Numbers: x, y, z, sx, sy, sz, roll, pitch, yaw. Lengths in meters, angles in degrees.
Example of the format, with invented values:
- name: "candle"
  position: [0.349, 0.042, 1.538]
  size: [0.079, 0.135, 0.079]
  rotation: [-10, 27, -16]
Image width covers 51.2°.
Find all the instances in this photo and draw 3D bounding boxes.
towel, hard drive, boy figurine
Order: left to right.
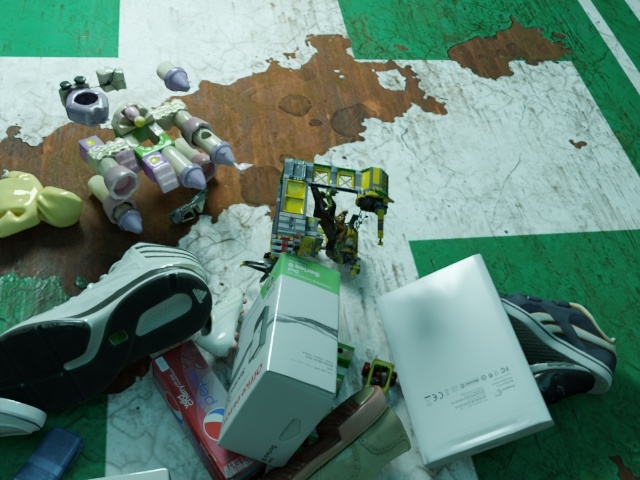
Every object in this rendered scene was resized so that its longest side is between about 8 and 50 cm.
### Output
- name: "boy figurine"
  position: [-0.645, -0.079, 1.395]
  size: [0.285, 0.092, 0.177]
  rotation: [-3, 53, -13]
- name: "towel"
  position: [-0.456, 0.374, 1.117]
  size: [0.067, 0.029, 0.119]
  rotation: [23, 53, 8]
- name: "hard drive"
  position: [0.254, 0.217, 1.249]
  size: [0.233, 0.047, 0.353]
  rotation: [-25, 51, 14]

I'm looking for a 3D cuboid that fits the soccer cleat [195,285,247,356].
- name: "soccer cleat"
  position: [-0.190, 0.144, 1.282]
  size: [0.076, 0.068, 0.196]
  rotation: [26, 28, -14]

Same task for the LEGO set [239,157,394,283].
- name: "LEGO set"
  position: [0.000, 0.000, 1.310]
  size: [0.255, 0.331, 0.192]
  rotation: [14, 58, -16]

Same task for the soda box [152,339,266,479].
- name: "soda box"
  position: [-0.198, 0.309, 1.169]
  size: [0.083, 0.092, 0.263]
  rotation: [-25, 60, -29]

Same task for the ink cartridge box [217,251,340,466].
- name: "ink cartridge box"
  position: [-0.064, 0.195, 1.129]
  size: [0.121, 0.211, 0.289]
  rotation: [23, 34, -13]

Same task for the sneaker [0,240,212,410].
- name: "sneaker"
  position: [-0.413, 0.148, 1.250]
  size: [0.447, 0.169, 0.257]
  rotation: [-23, 21, -3]

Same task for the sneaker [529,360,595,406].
- name: "sneaker"
  position: [0.384, 0.309, 1.272]
  size: [0.283, 0.107, 0.124]
  rotation: [-3, 57, 0]

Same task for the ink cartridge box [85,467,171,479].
- name: "ink cartridge box"
  position: [-0.302, 0.476, 1.025]
  size: [0.154, 0.093, 0.212]
  rotation: [-4, 52, -12]

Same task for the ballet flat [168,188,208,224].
- name: "ballet flat"
  position: [-0.286, -0.072, 1.488]
  size: [0.041, 0.041, 0.114]
  rotation: [37, 56, 18]

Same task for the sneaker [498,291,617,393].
- name: "sneaker"
  position: [0.452, 0.178, 1.362]
  size: [0.321, 0.126, 0.127]
  rotation: [32, 58, 2]

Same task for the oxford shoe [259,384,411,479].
- name: "oxford shoe"
  position: [-0.006, 0.417, 1.095]
  size: [0.397, 0.140, 0.146]
  rotation: [-38, 94, -18]

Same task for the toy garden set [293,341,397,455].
- name: "toy garden set"
  position: [0.025, 0.294, 1.246]
  size: [0.203, 0.049, 0.244]
  rotation: [19, 52, 5]

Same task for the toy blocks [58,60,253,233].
- name: "toy blocks"
  position: [-0.331, -0.182, 1.386]
  size: [0.288, 0.309, 0.260]
  rotation: [-31, 57, -28]

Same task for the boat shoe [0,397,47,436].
- name: "boat shoe"
  position: [-0.596, 0.311, 1.103]
  size: [0.267, 0.096, 0.088]
  rotation: [5, 56, -4]
